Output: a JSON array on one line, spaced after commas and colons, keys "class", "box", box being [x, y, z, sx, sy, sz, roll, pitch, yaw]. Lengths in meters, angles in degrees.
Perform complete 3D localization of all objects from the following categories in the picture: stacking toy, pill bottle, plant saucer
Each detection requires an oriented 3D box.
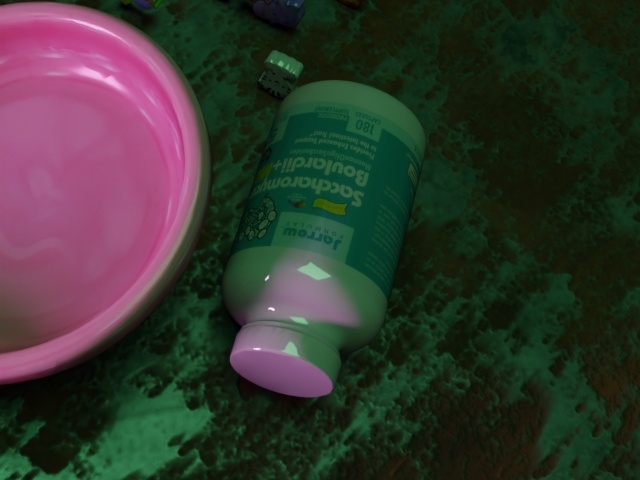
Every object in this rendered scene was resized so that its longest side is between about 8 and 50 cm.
[{"class": "stacking toy", "box": [-0.078, -0.257, 1.158, 0.221, 0.052, 0.167, 28, 60, 3]}, {"class": "pill bottle", "box": [0.000, 0.000, 0.994, 0.146, 0.146, 0.264, 18, 62, -5]}, {"class": "plant saucer", "box": [-0.247, -0.037, 0.933, 0.332, 0.084, 0.332, -3, 69, 7]}]
